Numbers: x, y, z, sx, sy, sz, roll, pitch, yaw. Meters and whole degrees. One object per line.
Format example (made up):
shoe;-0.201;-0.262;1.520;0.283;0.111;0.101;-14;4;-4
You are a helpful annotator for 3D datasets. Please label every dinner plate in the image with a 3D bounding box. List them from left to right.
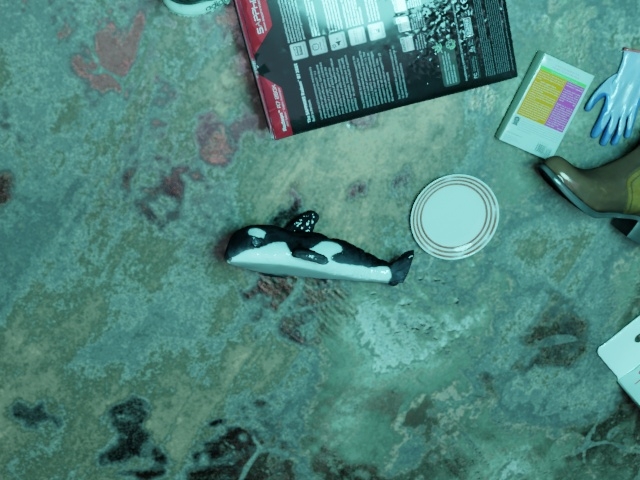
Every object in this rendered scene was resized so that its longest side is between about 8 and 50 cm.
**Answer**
dinner plate;0.210;-0.038;1.598;0.141;0.017;0.141;-2;109;-6

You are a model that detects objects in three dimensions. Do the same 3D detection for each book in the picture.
book;0.342;-0.203;1.550;0.096;0.035;0.144;21;106;-17

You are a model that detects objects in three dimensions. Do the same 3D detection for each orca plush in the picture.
orca plush;0.000;0.000;1.543;0.287;0.151;0.102;4;77;-6

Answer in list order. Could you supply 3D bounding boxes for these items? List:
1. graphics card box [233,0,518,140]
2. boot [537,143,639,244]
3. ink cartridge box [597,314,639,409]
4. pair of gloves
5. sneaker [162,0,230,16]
graphics card box;0.078;-0.303;1.448;0.371;0.094;0.232;-15;110;0
boot;0.493;-0.150;1.532;0.264;0.096;0.280;27;104;-16
ink cartridge box;0.651;0.263;1.706;0.207;0.119;0.353;-40;109;8
pair of gloves;0.508;-0.211;1.573;0.198;0.023;0.159;11;107;-12
sneaker;-0.089;-0.413;1.313;0.293;0.146;0.102;-38;68;-11
